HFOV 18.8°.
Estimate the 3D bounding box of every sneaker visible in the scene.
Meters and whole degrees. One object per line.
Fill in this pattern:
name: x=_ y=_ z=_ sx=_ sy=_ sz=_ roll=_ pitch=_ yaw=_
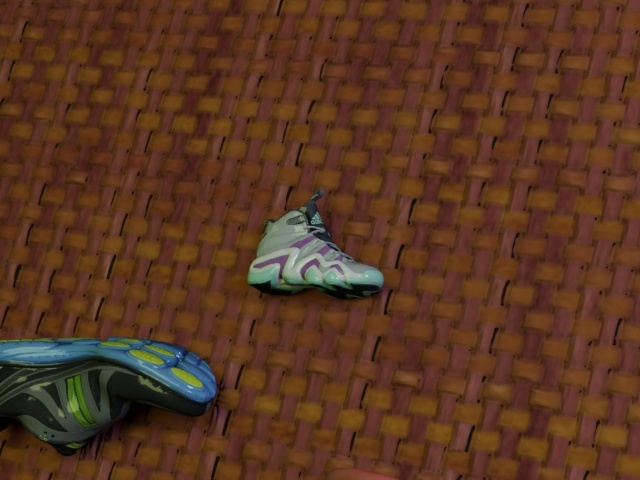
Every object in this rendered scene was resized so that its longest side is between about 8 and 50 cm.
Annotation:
sneaker: x=0.000 y=0.000 z=1.249 sx=0.098 sy=0.038 sz=0.069 roll=3 pitch=73 yaw=29
sneaker: x=-0.150 y=0.104 z=1.283 sx=0.188 sy=0.067 sz=0.078 roll=-1 pitch=91 yaw=26

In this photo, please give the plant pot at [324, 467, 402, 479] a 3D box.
plant pot: x=0.077 y=0.274 z=0.948 sx=0.275 sy=0.275 sz=0.243 roll=18 pitch=76 yaw=32
